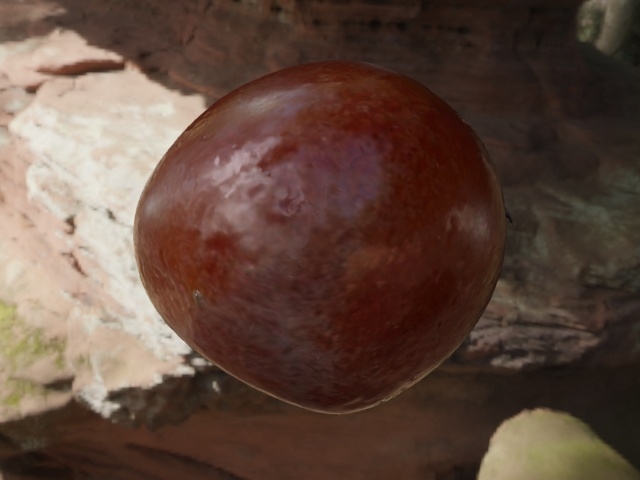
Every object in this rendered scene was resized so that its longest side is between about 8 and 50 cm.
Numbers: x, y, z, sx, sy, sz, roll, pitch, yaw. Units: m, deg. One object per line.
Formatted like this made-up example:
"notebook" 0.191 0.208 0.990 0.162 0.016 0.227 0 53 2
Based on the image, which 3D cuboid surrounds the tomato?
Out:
"tomato" 0.000 0.000 0.405 0.167 0.167 0.167 4 23 -2
